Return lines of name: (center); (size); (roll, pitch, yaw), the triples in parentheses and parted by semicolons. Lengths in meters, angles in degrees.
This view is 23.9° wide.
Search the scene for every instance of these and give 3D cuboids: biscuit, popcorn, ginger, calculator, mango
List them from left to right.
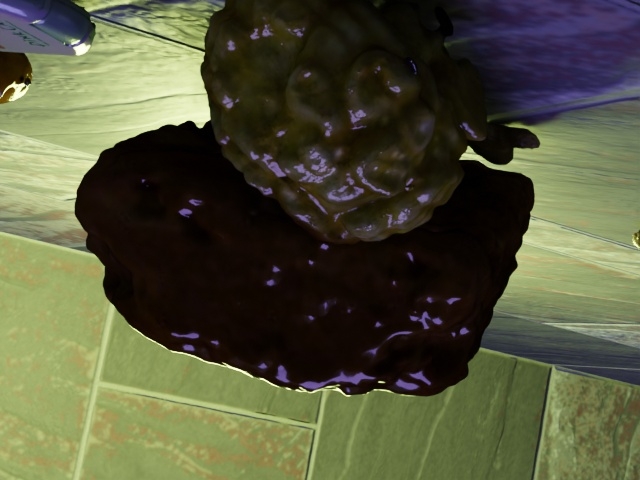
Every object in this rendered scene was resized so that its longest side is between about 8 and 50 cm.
calculator: (-0.301, -0.194, 1.243); (0.246, 0.045, 0.141); (8, 171, 25)
mango: (-0.324, -0.163, 1.424); (0.127, 0.063, 0.077); (11, 179, 37)
biscuit: (0.000, 0.000, 1.328); (0.343, 0.166, 0.395); (17, -164, 13)
popcorn: (0.016, -0.101, 1.073); (0.169, 0.218, 0.189); (-45, 161, 25)
ginger: (0.153, -0.094, 1.398); (0.097, 0.030, 0.048); (7, 150, -5)

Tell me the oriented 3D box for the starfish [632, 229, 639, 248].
starfish: (0.465, 0.033, 1.770); (0.238, 0.071, 0.216); (25, 172, -23)
